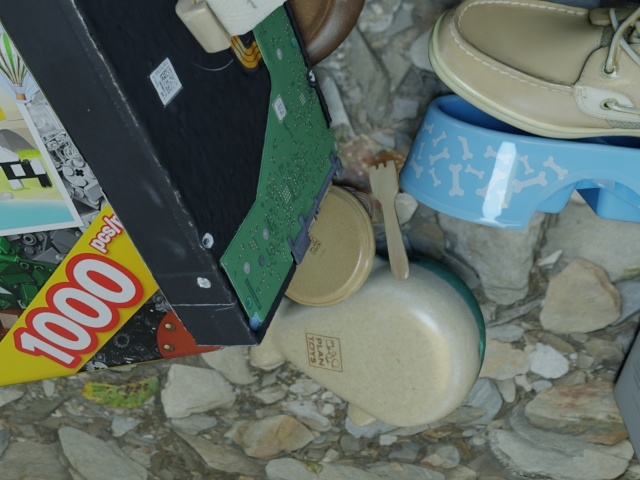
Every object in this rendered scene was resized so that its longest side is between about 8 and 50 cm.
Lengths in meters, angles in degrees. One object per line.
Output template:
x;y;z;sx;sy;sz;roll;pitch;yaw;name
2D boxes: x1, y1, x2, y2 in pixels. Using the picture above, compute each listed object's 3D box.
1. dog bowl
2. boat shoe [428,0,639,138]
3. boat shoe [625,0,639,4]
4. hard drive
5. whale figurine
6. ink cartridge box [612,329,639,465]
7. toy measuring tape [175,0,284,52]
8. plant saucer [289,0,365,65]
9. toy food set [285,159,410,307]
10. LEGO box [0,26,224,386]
0.221;-0.069;0.631;0.297;0.166;0.074;7;115;-2;dog bowl
0.232;-0.130;0.526;0.302;0.109;0.098;16;157;2;boat shoe
0.276;-0.220;0.532;0.335;0.121;0.119;36;116;-24;boat shoe
-0.088;-0.124;0.506;0.064;0.237;0.339;-4;129;26;hard drive
0.047;0.095;0.791;0.271;0.141;0.217;2;109;29;whale figurine
0.502;0.092;0.729;0.279;0.160;0.385;5;126;-1;ink cartridge box
0.016;-0.263;0.477;0.330;0.121;0.121;-44;118;-4;toy measuring tape
-0.057;-0.220;0.603;0.198;0.036;0.199;2;127;2;plant saucer
0.000;0.000;0.721;0.191;0.038;0.133;-12;84;25;toy food set
-0.354;-0.060;0.618;0.499;0.193;0.373;-12;126;16;LEGO box
